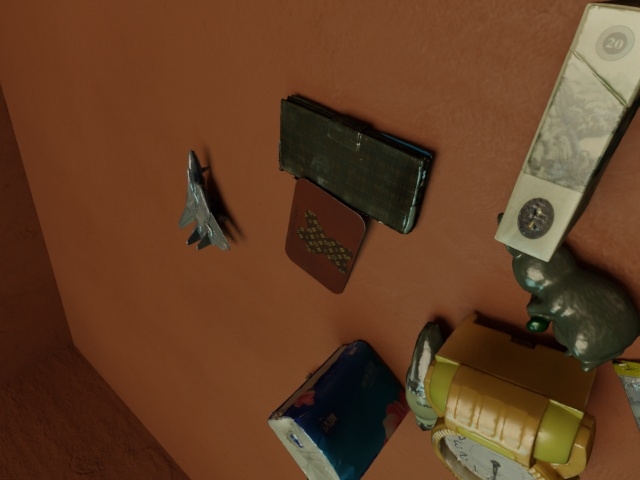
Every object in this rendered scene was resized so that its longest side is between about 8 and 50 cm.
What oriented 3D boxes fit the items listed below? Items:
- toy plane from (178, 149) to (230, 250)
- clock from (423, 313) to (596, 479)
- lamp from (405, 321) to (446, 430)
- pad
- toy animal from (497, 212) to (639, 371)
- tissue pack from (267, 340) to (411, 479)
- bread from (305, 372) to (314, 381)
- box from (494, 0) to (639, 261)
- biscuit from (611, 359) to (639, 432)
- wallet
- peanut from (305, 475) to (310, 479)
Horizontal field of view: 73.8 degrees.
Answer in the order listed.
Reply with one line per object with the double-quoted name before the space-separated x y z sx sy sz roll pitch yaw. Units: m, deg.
"toy plane" -0.306 -0.108 1.110 0.212 0.088 0.267 20 119 32
"clock" 0.316 0.316 0.720 0.244 0.200 0.316 17 133 40
"lamp" 0.215 0.273 0.843 0.101 0.101 0.249 15 121 36
"pad" 0.000 0.000 0.916 0.181 0.004 0.267 37 143 19
"toy animal" 0.341 0.058 0.611 0.138 0.108 0.236 -27 75 12
"tissue pack" 0.052 0.374 0.929 0.209 0.270 0.137 52 139 6
"bread" -0.006 0.396 1.172 0.070 0.035 0.083 51 144 6
"box" 0.297 -0.121 0.477 0.069 0.164 0.256 30 132 29
"biscuit" 0.511 0.310 0.648 0.048 0.026 0.291 -13 105 50
"wallet" 0.048 -0.142 0.785 0.317 0.044 0.168 31 136 28
"peanut" 0.039 0.779 1.327 0.215 0.090 0.098 4 87 40
